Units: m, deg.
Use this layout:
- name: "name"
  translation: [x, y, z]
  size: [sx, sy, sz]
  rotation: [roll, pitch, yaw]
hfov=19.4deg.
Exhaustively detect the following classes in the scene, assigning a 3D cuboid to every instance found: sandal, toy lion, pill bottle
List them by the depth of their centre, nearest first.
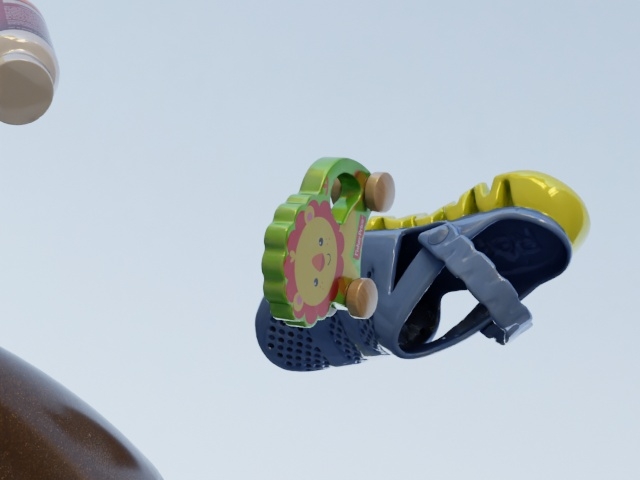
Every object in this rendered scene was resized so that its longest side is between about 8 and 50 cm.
- name: "toy lion"
  translation: [0.000, 0.000, 1.029]
  size: [0.034, 0.096, 0.100]
  rotation: [5, -102, 31]
- name: "sandal"
  translation: [0.072, 0.047, 1.573]
  size: [0.317, 0.138, 0.126]
  rotation: [-24, -59, 31]
- name: "pill bottle"
  translation: [-0.287, -0.166, 1.730]
  size: [0.152, 0.086, 0.086]
  rotation: [-119, -155, -60]

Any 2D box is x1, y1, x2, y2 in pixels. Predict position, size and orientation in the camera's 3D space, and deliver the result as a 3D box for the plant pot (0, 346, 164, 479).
- name: "plant pot"
  translation: [-0.242, 0.163, 1.312]
  size: [0.215, 0.215, 0.230]
  rotation: [21, -29, 35]
